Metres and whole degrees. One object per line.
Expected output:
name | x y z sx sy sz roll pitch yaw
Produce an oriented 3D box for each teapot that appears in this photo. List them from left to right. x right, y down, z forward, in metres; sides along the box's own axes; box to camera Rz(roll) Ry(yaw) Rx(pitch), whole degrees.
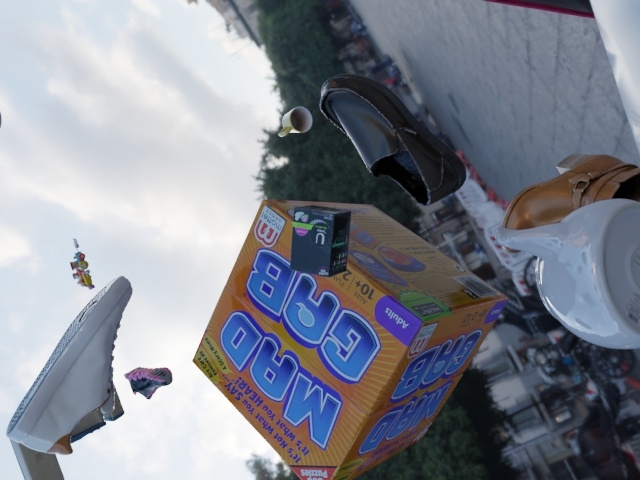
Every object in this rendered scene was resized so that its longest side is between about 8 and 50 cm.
teapot | 0.449 0.061 1.007 0.187 0.252 0.256 -20 86 60

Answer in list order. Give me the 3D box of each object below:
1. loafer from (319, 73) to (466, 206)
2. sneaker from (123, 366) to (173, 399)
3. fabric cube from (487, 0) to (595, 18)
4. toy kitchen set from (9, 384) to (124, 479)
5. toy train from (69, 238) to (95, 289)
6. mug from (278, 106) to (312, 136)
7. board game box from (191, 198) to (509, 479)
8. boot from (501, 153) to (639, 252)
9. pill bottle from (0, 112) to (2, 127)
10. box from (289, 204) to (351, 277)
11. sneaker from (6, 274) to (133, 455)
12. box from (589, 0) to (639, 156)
loafer | 0.081 -0.125 0.772 0.220 0.078 0.080 38 147 8
sneaker | -0.311 0.265 1.134 0.047 0.119 0.057 -16 -83 -51
fabric cube | 0.335 -0.493 0.814 0.259 0.253 0.258 137 132 -63
toy kitchen set | -0.493 0.374 1.192 0.207 0.166 0.122 -21 -86 -43
toy train | -0.702 0.080 1.785 0.125 0.046 0.166 47 147 32
mug | -0.068 -0.287 1.494 0.064 0.078 0.062 2 104 59
board game box | 0.055 0.167 1.148 0.356 0.357 0.356 38 -158 30
boot | 0.522 -0.063 1.269 0.109 0.283 0.220 50 177 -22
pill bottle | -0.642 -0.192 1.053 0.108 0.108 0.193 57 -165 -22
box | 0.000 0.000 0.806 0.052 0.062 0.083 -15 -68 -60
sneaker | -0.365 0.200 0.989 0.123 0.290 0.106 35 159 -22
box | 0.432 -0.168 0.592 0.345 0.215 0.168 47 -172 -40
